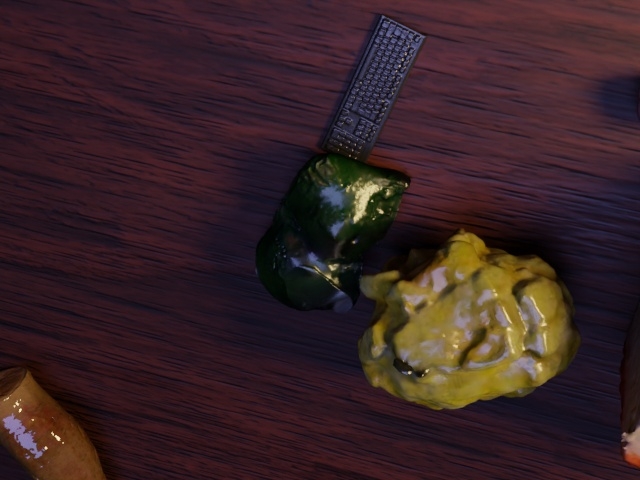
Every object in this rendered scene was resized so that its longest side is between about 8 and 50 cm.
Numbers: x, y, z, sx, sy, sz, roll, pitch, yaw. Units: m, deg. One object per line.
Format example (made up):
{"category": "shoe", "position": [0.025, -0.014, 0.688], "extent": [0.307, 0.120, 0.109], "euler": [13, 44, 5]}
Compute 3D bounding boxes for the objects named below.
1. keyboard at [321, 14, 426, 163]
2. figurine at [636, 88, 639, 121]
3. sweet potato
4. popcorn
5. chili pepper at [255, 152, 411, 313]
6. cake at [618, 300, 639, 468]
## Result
{"category": "keyboard", "position": [0.067, -0.187, 1.229], "extent": [0.067, 0.011, 0.202], "euler": [27, 122, 1]}
{"category": "figurine", "position": [0.406, -0.153, 1.115], "extent": [0.083, 0.071, 0.067], "euler": [57, 160, -9]}
{"category": "sweet potato", "position": [-0.445, 0.361, 1.625], "extent": [0.131, 0.131, 0.336], "euler": [-31, 107, 29]}
{"category": "popcorn", "position": [0.184, 0.109, 1.243], "extent": [0.286, 0.215, 0.252], "euler": [-18, 112, 11]}
{"category": "chili pepper", "position": [-0.002, 0.007, 1.292], "extent": [0.148, 0.116, 0.264], "euler": [22, 127, -19]}
{"category": "cake", "position": [0.523, 0.128, 1.117], "extent": [0.270, 0.269, 0.319], "euler": [23, 130, 2]}
